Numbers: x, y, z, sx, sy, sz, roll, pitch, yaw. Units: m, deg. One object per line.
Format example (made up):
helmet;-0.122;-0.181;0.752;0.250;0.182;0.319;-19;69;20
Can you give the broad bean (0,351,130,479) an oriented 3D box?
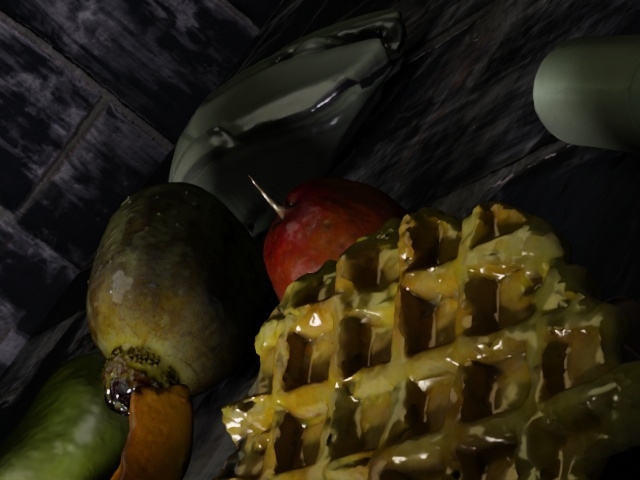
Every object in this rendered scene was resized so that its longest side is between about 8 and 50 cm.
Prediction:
broad bean;-0.256;0.225;1.488;0.238;0.119;0.291;-40;15;53

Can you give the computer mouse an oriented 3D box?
computer mouse;-0.065;-0.132;1.814;0.429;0.145;0.228;-41;13;38

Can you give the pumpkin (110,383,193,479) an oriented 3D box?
pumpkin;-0.194;0.267;1.186;0.258;0.095;0.290;-58;4;39

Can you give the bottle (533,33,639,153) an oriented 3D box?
bottle;0.191;-0.087;0.915;0.072;0.072;0.201;-51;13;-2

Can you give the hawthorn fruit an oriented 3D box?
hawthorn fruit;0.009;0.012;1.180;0.125;0.140;0.125;9;-90;-88

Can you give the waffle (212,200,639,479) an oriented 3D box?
waffle;0.025;0.126;0.710;0.312;0.060;0.307;-60;30;0

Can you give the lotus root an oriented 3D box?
lotus root;-0.137;0.056;1.469;0.173;0.173;0.309;-45;19;24

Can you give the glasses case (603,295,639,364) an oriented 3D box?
glasses case;0.082;0.086;0.799;0.193;0.070;0.102;-45;12;24
